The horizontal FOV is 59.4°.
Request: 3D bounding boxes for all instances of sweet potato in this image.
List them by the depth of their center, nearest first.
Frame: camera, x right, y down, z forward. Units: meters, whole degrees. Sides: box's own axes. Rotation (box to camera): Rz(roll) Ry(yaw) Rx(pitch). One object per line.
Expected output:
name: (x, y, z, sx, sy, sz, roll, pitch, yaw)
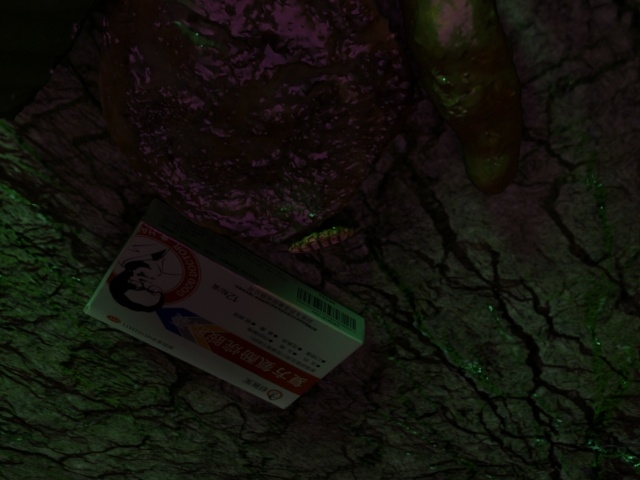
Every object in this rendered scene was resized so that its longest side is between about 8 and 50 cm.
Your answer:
sweet potato: (0.135, -0.185, 0.541, 0.106, 0.095, 0.354, 10, 141, 54)

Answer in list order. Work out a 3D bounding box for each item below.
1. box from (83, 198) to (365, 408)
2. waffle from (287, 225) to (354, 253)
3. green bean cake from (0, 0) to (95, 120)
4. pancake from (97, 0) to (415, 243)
box: (-0.138, 0.109, 0.824, 0.353, 0.069, 0.214, 33, 124, -17)
waffle: (-0.002, 0.000, 0.728, 0.085, 0.016, 0.078, -26, 166, 33)
green bean cake: (-0.298, -0.254, 0.444, 0.250, 0.156, 0.247, -40, 78, 35)
pancake: (-0.077, -0.149, 0.614, 0.356, 0.065, 0.356, 2, 132, 2)
